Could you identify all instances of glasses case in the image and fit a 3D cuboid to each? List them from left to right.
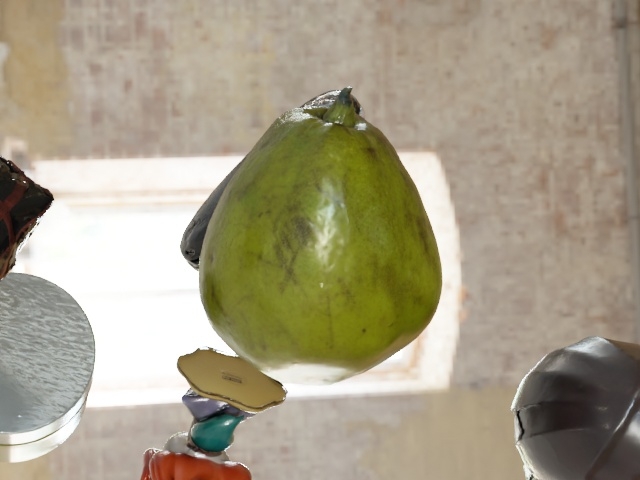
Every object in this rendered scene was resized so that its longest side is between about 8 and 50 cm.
[{"bbox_3d":[-0.065,-0.080,1.795,0.075,0.314,0.122,47,-6,-28],"label":"glasses case"}]

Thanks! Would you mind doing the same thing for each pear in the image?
[{"bbox_3d":[0.000,0.000,1.579,0.287,0.287,0.375,-113,-151,-67],"label":"pear"}]

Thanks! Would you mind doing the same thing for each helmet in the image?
[{"bbox_3d":[0.344,0.220,1.695,0.305,0.177,0.225,6,-123,49],"label":"helmet"}]

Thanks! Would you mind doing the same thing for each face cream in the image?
[{"bbox_3d":[-0.412,0.172,1.795,0.179,0.218,0.218,120,-33,-66],"label":"face cream"}]

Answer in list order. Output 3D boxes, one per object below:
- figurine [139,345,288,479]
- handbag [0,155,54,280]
[{"bbox_3d":[-0.173,0.308,1.968,0.208,0.181,0.257,36,-65,35],"label":"figurine"},{"bbox_3d":[-0.384,-0.006,1.318,0.215,0.169,0.155,-55,-169,-29],"label":"handbag"}]
